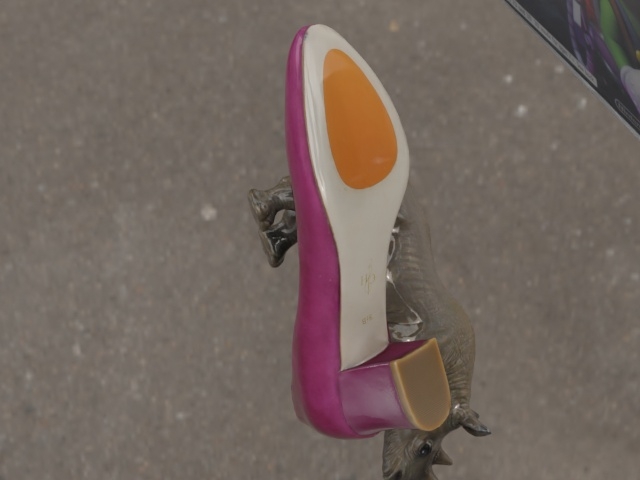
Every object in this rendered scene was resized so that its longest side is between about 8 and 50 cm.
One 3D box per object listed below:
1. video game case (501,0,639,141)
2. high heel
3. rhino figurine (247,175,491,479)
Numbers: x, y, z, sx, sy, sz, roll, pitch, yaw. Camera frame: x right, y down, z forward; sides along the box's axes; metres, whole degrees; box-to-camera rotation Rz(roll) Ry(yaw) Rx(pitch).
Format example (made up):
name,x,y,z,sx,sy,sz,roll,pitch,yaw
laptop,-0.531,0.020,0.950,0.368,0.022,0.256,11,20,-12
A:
name,x,y,z,sx,sy,sz,roll,pitch,yaw
video game case,0.088,-0.126,0.579,0.022,0.173,0.190,-31,53,-7
high heel,0.000,0.000,0.905,0.117,0.244,0.082,-8,15,47
rhino figurine,0.044,0.060,1.008,0.106,0.243,0.073,-23,6,-6
